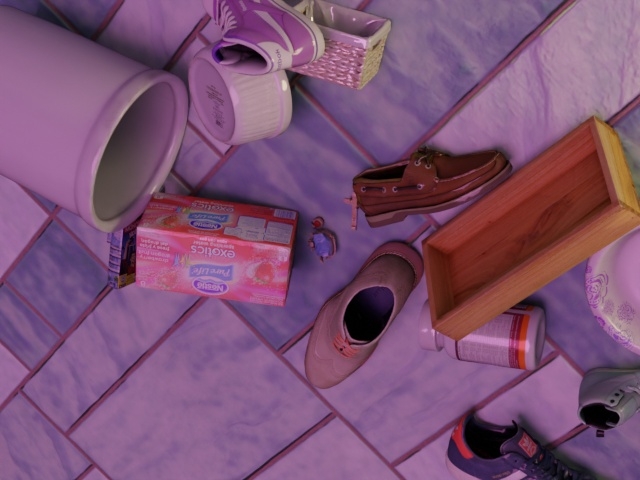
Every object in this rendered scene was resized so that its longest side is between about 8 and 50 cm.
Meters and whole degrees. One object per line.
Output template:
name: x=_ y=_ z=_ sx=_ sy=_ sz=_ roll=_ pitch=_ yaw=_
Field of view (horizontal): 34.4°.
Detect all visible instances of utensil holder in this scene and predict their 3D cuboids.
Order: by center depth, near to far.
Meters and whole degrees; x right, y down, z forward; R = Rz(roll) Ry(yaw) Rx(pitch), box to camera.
utensil holder: x=-0.500 y=-0.243 z=1.990 sx=0.385 sy=0.327 sz=0.328 roll=27 pitch=124 yaw=14

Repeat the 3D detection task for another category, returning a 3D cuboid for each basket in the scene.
basket: x=0.024 y=-0.345 z=1.814 sx=0.167 sy=0.113 sz=0.103 roll=20 pitch=126 yaw=15

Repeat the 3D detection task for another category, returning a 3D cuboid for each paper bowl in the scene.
paper bowl: x=0.596 y=0.052 z=1.732 sx=0.284 sy=0.148 sz=0.284 roll=11 pitch=120 yaw=19

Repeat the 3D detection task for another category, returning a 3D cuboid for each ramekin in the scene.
ramekin: x=-0.153 y=-0.271 z=1.879 sx=0.207 sy=0.109 sz=0.207 roll=40 pitch=143 yaw=39

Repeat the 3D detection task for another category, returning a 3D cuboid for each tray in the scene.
tray: x=0.350 y=-0.013 z=1.779 sx=0.076 sy=0.203 sz=0.411 roll=28 pitch=131 yaw=-31

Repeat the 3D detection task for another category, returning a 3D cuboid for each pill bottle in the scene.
pill bottle: x=0.304 y=0.171 z=1.947 sx=0.221 sy=0.121 sz=0.121 roll=6 pitch=118 yaw=22

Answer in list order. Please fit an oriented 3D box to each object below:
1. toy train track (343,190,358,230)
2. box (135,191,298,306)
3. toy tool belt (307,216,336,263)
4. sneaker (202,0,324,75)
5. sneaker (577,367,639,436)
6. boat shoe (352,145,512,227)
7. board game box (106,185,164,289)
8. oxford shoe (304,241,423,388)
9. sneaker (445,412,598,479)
toy train track: x=0.064 y=-0.056 z=2.005 sx=0.048 sy=0.014 sz=0.083 roll=12 pitch=120 yaw=20
box: x=-0.201 y=0.017 z=2.036 sx=0.299 sy=0.154 sz=0.142 roll=7 pitch=120 yaw=0
toy tool belt: x=0.000 y=0.000 z=2.041 sx=0.052 sy=0.051 sz=0.083 roll=-8 pitch=111 yaw=28
sneaker: x=-0.144 y=-0.362 z=1.739 sx=0.282 sy=0.161 sz=0.102 roll=33 pitch=138 yaw=36
sneaker: x=0.588 y=0.291 z=1.860 sx=0.255 sy=0.151 sz=0.094 roll=-10 pitch=110 yaw=27
boat shoe: x=0.189 y=-0.111 z=1.858 sx=0.307 sy=0.111 sz=0.104 roll=-19 pitch=107 yaw=31
board game box: x=-0.383 y=-0.018 z=2.154 sx=0.060 sy=0.194 sz=0.194 roll=13 pitch=106 yaw=20
oxford shoe: x=0.056 y=0.173 z=2.047 sx=0.140 sy=0.146 sz=0.397 roll=32 pitch=126 yaw=4
sneaker: x=0.416 y=0.442 z=2.031 sx=0.350 sy=0.131 sz=0.148 roll=15 pitch=126 yaw=18
